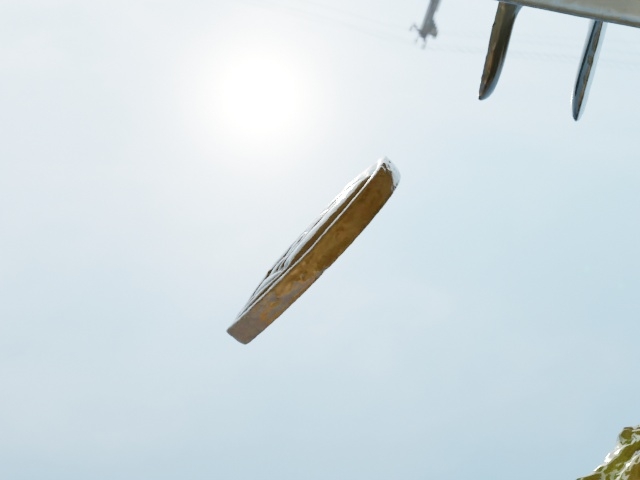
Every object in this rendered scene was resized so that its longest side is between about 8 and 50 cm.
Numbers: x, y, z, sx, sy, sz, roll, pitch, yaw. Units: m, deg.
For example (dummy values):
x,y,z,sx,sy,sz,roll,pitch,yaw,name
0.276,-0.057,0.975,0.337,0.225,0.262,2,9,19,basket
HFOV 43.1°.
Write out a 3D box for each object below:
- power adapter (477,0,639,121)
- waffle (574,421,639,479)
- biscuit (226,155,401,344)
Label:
x,y,z,sx,sy,sz,roll,pitch,yaw,name
0.144,-0.194,0.442,0.187,0.255,0.124,18,-152,23,power adapter
0.230,0.179,0.438,0.219,0.229,0.057,-41,-162,-16,waffle
0.000,0.000,0.677,0.029,0.142,0.221,45,-114,-6,biscuit
